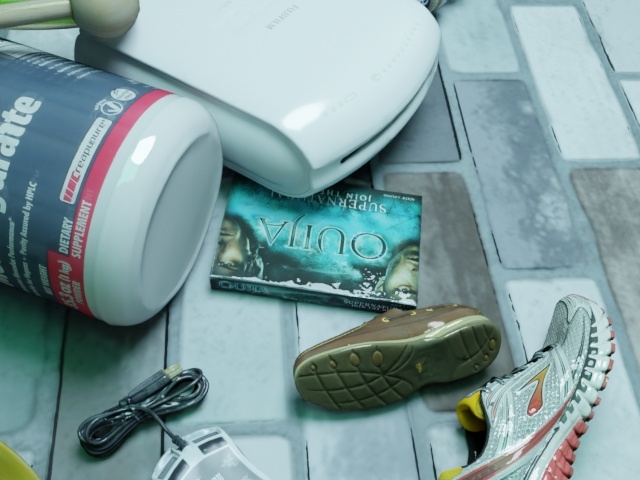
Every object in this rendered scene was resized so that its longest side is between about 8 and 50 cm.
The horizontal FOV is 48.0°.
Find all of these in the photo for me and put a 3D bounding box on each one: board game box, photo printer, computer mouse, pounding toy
[{"bbox_3d":[0.000,0.000,0.670,0.186,0.026,0.126,8,56,0],"label":"board game box"},{"bbox_3d":[-0.049,-0.184,0.723,0.307,0.107,0.256,29,57,21],"label":"photo printer"},{"bbox_3d":[-0.087,0.181,0.535,0.106,0.042,0.193,-33,59,-29],"label":"computer mouse"},{"bbox_3d":[-0.242,-0.239,0.585,0.182,0.110,0.237,-6,28,-17],"label":"pounding toy"}]

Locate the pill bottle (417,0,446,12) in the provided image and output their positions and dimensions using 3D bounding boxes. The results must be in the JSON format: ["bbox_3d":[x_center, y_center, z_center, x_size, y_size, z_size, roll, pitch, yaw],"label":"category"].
[{"bbox_3d":[0.095,-0.305,0.842,0.169,0.094,0.094,-28,63,-21],"label":"pill bottle"}]

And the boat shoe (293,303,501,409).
[{"bbox_3d":[0.060,0.092,0.601,0.177,0.064,0.060,-12,28,-14],"label":"boat shoe"}]

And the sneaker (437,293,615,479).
[{"bbox_3d":[0.163,0.127,0.565,0.092,0.088,0.225,27,58,14],"label":"sneaker"}]

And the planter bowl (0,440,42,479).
[{"bbox_3d":[-0.263,0.221,0.434,0.090,0.217,0.217,-37,58,22],"label":"planter bowl"}]

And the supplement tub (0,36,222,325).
[{"bbox_3d":[-0.235,-0.058,0.587,0.272,0.191,0.191,18,57,7],"label":"supplement tub"}]
